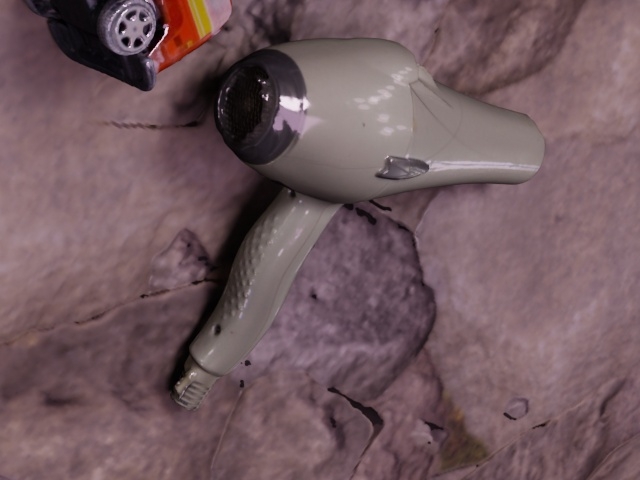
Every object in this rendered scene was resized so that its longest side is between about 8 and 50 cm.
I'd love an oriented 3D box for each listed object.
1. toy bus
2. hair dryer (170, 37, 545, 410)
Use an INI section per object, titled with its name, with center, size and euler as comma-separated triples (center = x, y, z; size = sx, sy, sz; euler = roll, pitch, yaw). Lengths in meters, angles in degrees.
[toy bus]
center = -0.094, -0.157, 0.706
size = 0.077, 0.079, 0.174
euler = -33, 129, -27
[hair dryer]
center = 0.028, -0.017, 0.879
size = 0.219, 0.088, 0.225
euler = -14, 135, -33
